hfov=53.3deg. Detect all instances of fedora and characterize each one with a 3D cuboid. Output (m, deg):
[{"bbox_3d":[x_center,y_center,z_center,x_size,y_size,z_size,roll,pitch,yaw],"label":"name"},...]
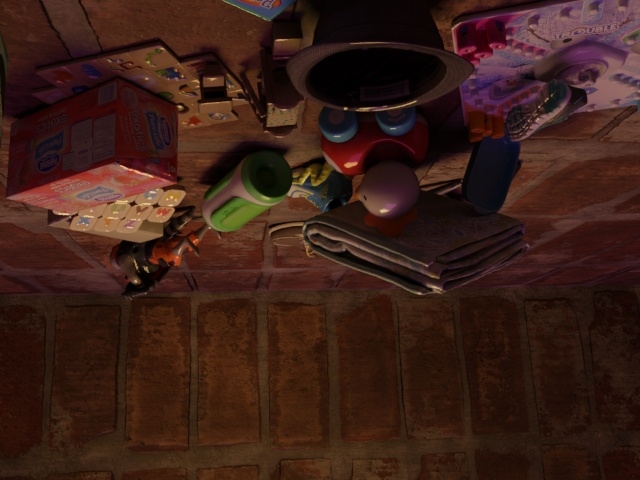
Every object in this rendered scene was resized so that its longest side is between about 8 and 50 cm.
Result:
[{"bbox_3d":[0.076,-0.269,0.859,0.243,0.125,0.275,3,174,-10],"label":"fedora"}]

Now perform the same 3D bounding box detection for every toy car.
[{"bbox_3d":[0.108,-0.123,1.221,0.210,0.238,0.219,-5,165,12],"label":"toy car"}]

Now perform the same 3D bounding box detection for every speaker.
[{"bbox_3d":[-0.178,-0.108,1.476,0.131,0.131,0.296,6,164,-29],"label":"speaker"}]

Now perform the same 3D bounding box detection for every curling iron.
[{"bbox_3d":[0.238,-0.113,1.672,0.273,0.068,0.035,-16,160,28],"label":"curling iron"}]

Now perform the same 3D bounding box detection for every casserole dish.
[{"bbox_3d":[0.346,-0.146,1.312,0.114,0.189,0.037,18,179,-31],"label":"casserole dish"}]

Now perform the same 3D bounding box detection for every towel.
[{"bbox_3d":[0.195,-0.011,1.325,0.320,0.090,0.374,-18,-151,-37],"label":"towel"}]

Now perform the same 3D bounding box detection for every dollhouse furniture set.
[{"bbox_3d":[-0.110,-0.236,0.978,0.160,0.101,0.182,-7,167,-9],"label":"dollhouse furniture set"}]

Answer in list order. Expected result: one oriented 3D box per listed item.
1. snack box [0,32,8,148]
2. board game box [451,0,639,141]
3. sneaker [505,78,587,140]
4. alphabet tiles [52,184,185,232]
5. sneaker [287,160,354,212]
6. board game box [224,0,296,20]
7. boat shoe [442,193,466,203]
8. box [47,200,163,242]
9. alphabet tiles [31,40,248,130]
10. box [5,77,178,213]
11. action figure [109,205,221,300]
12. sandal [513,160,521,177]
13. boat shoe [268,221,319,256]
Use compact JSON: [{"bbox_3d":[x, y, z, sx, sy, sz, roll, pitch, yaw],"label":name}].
[{"bbox_3d":[-0.451,-0.233,0.798,0.060,0.187,0.322,2,166,-17],"label":"snack box"},{"bbox_3d":[0.426,-0.274,1.048,0.389,0.051,0.390,-5,166,15],"label":"board game box"},{"bbox_3d":[0.378,-0.210,1.071,0.076,0.065,0.166,-1,168,-21],"label":"sneaker"},{"bbox_3d":[-0.467,-0.094,1.492,0.284,0.021,0.278,4,145,-38],"label":"alphabet tiles"},{"bbox_3d":[-0.009,-0.111,1.483,0.091,0.126,0.240,8,163,-34],"label":"sneaker"},{"bbox_3d":[-0.058,-0.339,0.717,0.160,0.047,0.210,10,162,-41],"label":"board game box"},{"bbox_3d":[0.371,-0.087,1.759,0.070,0.078,0.219,-6,174,17],"label":"boat shoe"},{"bbox_3d":[-0.547,-0.067,1.645,0.113,0.094,0.275,-13,163,36],"label":"box"},{"bbox_3d":[-0.304,-0.252,1.113,0.342,0.011,0.285,-6,166,17],"label":"alphabet tiles"},{"bbox_3d":[-0.409,-0.156,1.141,0.299,0.154,0.142,-11,163,31],"label":"box"},{"bbox_3d":[-0.463,0.008,1.859,0.330,0.179,0.341,-16,-155,15],"label":"action figure"},{"bbox_3d":[0.442,-0.154,1.581,0.067,0.040,0.179,-4,153,-13],"label":"sandal"},{"bbox_3d":[0.000,0.000,1.992,0.324,0.097,0.116,-1,166,-6],"label":"boat shoe"}]
